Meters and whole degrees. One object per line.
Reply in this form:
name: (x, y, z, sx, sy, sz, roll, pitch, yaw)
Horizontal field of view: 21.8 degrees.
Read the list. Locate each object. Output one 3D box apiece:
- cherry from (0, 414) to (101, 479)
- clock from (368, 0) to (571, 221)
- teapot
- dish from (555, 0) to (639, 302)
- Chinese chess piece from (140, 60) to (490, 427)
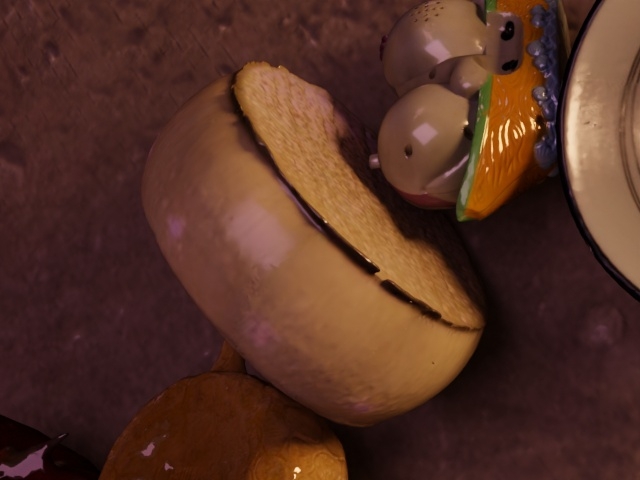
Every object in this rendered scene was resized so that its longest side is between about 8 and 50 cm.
cherry: (-0.266, 0.266, 1.322, 0.230, 0.203, 0.300, 29, 107, 27)
clock: (0.107, -0.101, 1.191, 0.144, 0.103, 0.231, -9, 44, 15)
teapot: (-0.053, 0.199, 1.236, 0.203, 0.167, 0.311, -13, 54, 37)
dish: (0.316, -0.077, 1.084, 0.316, 0.106, 0.317, -7, 74, 27)
Chinese chess piece: (0.000, 0.000, 1.167, 0.112, 0.270, 0.270, -42, 63, 19)
